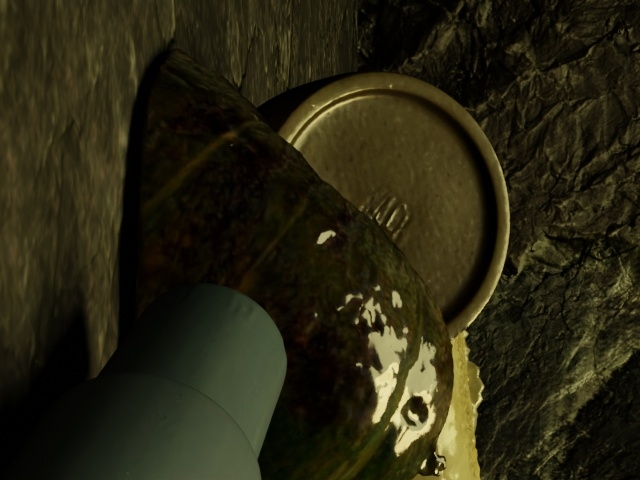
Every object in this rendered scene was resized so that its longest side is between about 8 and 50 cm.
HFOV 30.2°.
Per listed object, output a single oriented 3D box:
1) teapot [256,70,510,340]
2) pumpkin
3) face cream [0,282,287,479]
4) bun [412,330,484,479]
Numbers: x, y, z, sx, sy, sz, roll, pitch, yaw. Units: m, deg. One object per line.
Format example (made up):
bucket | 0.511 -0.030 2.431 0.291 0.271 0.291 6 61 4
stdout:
teapot | 0.000 0.000 0.788 0.268 0.185 0.175 -56 -163 -17
pumpkin | -0.011 0.025 0.614 0.111 0.163 0.278 64 26 -81
face cream | -0.080 0.127 0.345 0.385 0.086 0.136 -68 159 -63
bun | 0.055 0.160 1.186 0.364 0.202 0.364 -4 90 -80
